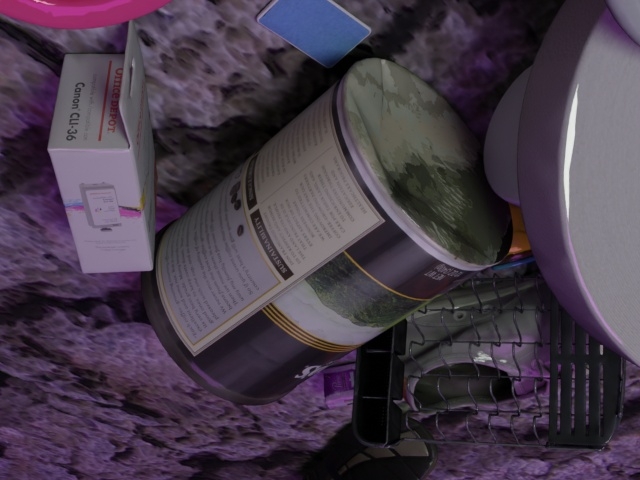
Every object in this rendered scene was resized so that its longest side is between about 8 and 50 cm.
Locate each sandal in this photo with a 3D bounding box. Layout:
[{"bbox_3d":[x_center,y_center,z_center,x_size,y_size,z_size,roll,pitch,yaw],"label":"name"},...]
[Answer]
[{"bbox_3d":[0.068,0.340,1.349,0.086,0.120,0.303,-10,155,-43],"label":"sandal"}]

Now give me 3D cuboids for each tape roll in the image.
[{"bbox_3d":[0.337,-0.071,0.682,0.391,0.072,0.392,-3,104,-14],"label":"tape roll"}]

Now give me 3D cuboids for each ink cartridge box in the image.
[{"bbox_3d":[-0.179,-0.076,0.760,0.067,0.115,0.198,-1,141,-5],"label":"ink cartridge box"}]

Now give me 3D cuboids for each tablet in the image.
[{"bbox_3d":[-0.005,-0.176,0.740,0.083,0.006,0.054,27,132,-35],"label":"tablet"}]

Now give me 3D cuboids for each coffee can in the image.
[{"bbox_3d":[0.000,0.000,0.808,0.201,0.202,0.275,27,132,-34],"label":"coffee can"}]

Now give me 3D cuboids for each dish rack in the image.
[{"bbox_3d":[0.176,0.120,0.949,0.271,0.208,0.074,-2,161,21],"label":"dish rack"}]

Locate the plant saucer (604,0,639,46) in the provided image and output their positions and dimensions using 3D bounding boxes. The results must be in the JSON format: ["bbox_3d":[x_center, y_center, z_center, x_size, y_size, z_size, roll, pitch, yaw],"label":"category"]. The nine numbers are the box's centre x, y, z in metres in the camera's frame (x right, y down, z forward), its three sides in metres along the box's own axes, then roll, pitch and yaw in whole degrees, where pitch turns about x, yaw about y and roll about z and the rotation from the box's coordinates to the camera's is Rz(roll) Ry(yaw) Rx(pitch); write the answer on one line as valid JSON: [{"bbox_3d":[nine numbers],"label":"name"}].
[{"bbox_3d":[0.311,-0.266,0.478,0.400,0.101,0.400,-14,145,-10],"label":"plant saucer"}]

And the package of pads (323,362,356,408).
[{"bbox_3d":[0.045,0.185,1.173,0.083,0.050,0.032,-12,147,8],"label":"package of pads"}]

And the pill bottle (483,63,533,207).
[{"bbox_3d":[0.292,-0.054,0.805,0.278,0.162,0.162,19,136,-29],"label":"pill bottle"}]

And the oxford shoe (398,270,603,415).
[{"bbox_3d":[0.280,0.104,1.037,0.449,0.130,0.169,-18,139,13],"label":"oxford shoe"}]

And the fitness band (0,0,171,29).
[{"bbox_3d":[-0.181,-0.246,0.559,0.209,0.054,0.291,-25,143,6],"label":"fitness band"}]

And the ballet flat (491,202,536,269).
[{"bbox_3d":[0.211,-0.016,0.899,0.077,0.077,0.231,-19,173,27],"label":"ballet flat"}]
